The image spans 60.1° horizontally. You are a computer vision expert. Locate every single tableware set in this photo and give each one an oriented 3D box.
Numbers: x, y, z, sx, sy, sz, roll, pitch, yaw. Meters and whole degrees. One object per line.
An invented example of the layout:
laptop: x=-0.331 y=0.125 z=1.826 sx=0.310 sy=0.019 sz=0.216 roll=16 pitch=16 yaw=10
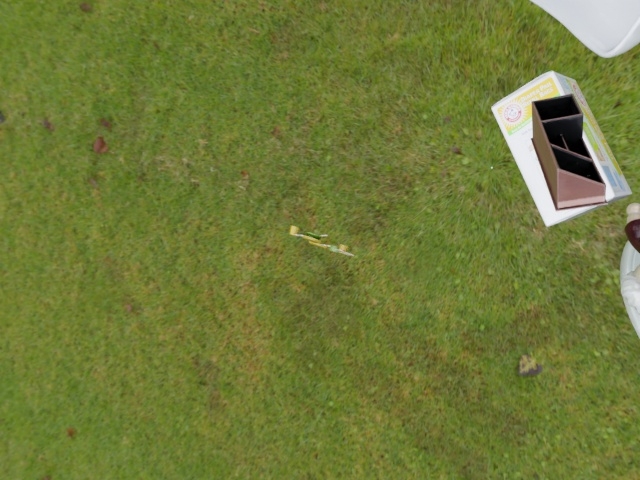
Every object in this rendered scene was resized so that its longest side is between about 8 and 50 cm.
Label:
tableware set: x=0.000 y=0.000 z=1.275 sx=0.154 sy=0.104 sz=0.024 roll=21 pitch=83 yaw=-27

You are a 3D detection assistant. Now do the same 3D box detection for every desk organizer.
desk organizer: x=0.247 y=-0.092 z=0.557 sx=0.047 sy=0.130 sz=0.050 roll=-8 pitch=131 yaw=14

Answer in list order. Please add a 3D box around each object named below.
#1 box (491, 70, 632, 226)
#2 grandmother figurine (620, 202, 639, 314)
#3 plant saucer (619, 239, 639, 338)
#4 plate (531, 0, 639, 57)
box: x=0.362 y=-0.137 z=0.835 sx=0.103 sy=0.114 sz=0.203 roll=-29 pitch=77 yaw=39
grandmother figurine: x=0.593 y=-0.026 z=0.898 sx=0.104 sy=0.208 sz=0.342 roll=38 pitch=80 yaw=-24
plant saucer: x=0.781 y=0.118 z=1.070 sx=0.400 sy=0.400 sz=0.100 roll=46 pitch=151 yaw=7
plate: x=0.277 y=-0.302 z=0.435 sx=0.045 sy=0.277 sz=0.278 roll=20 pitch=123 yaw=-11
